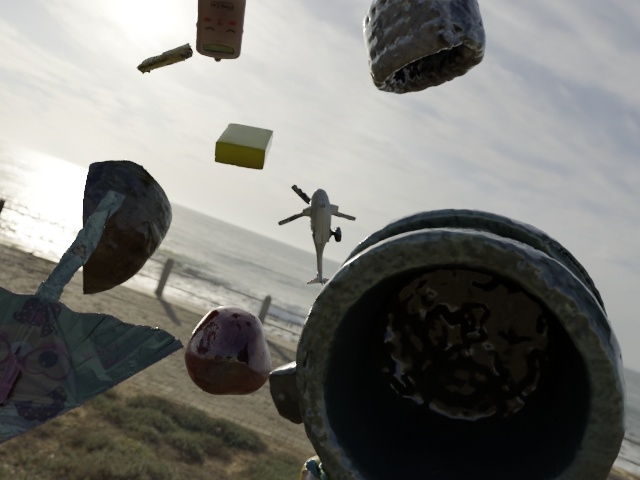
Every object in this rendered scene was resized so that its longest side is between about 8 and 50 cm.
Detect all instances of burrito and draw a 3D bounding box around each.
[{"bbox_3d":[-0.439,-0.509,1.583,0.186,0.041,0.045,-10,0,20],"label":"burrito"}]

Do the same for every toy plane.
[{"bbox_3d":[-0.011,0.002,1.329,0.182,0.273,0.107,10,26,-18],"label":"toy plane"}]

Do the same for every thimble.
[{"bbox_3d":[0.196,-0.395,1.081,0.217,0.157,0.245,-11,-3,-15],"label":"thimble"}]

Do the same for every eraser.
[{"bbox_3d":[-0.150,-0.189,1.124,0.097,0.045,0.122,8,30,-1],"label":"eraser"}]

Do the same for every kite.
[{"bbox_3d":[-0.218,0.046,0.445,0.229,0.250,0.012,21,-41,-10],"label":"kite"}]

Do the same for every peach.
[{"bbox_3d":[-0.143,0.191,0.943,0.152,0.152,0.152,20,-1,0],"label":"peach"}]

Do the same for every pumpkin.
[{"bbox_3d":[-0.388,0.008,1.132,0.169,0.312,0.148,5,41,-19],"label":"pumpkin"}]

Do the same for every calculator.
[{"bbox_3d":[-0.211,-0.453,1.186,0.100,0.032,0.175,4,-42,-11],"label":"calculator"}]

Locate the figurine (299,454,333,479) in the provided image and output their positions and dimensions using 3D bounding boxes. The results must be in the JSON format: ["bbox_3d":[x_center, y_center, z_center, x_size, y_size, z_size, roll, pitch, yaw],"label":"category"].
[{"bbox_3d":[0.024,0.617,1.402,0.127,0.234,0.185,11,49,-37],"label":"figurine"}]

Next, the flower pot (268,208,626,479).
[{"bbox_3d":[0.121,0.119,0.539,0.299,0.299,0.283,20,10,13],"label":"flower pot"}]
